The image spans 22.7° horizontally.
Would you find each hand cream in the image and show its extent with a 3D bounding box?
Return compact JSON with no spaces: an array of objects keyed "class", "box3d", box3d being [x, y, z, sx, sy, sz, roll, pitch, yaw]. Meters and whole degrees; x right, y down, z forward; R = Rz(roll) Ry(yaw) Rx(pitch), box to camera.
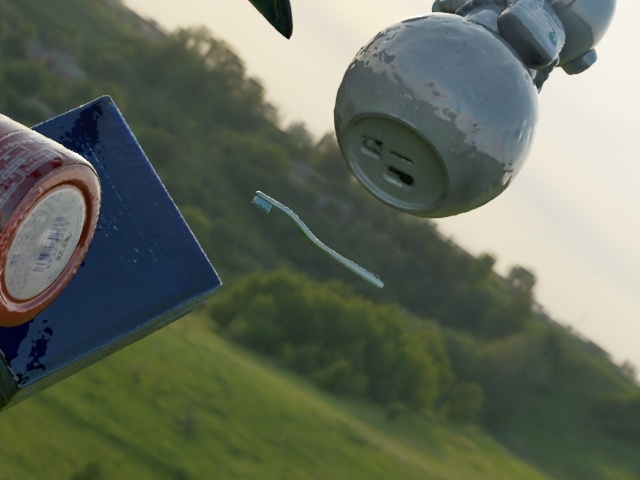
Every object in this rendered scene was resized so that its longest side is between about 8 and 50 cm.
[{"class":"hand cream","box3d":[-0.316,-0.021,1.564,0.125,0.193,0.193,29,0,20]},{"class":"hand cream","box3d":[-0.091,-0.287,1.577,0.224,0.048,0.083,50,-20,36]}]

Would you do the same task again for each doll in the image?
[{"class":"doll","box3d":[0.127,-0.136,1.167,0.151,0.287,0.151,24,-41,24]}]

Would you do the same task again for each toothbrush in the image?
[{"class":"toothbrush","box3d":[0.000,0.000,2.459,0.263,0.026,0.022,34,-5,-23]}]

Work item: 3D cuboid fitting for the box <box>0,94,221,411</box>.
[{"class":"box","box3d":[-0.297,0.011,1.794,0.261,0.279,0.116,58,-33,7]}]
